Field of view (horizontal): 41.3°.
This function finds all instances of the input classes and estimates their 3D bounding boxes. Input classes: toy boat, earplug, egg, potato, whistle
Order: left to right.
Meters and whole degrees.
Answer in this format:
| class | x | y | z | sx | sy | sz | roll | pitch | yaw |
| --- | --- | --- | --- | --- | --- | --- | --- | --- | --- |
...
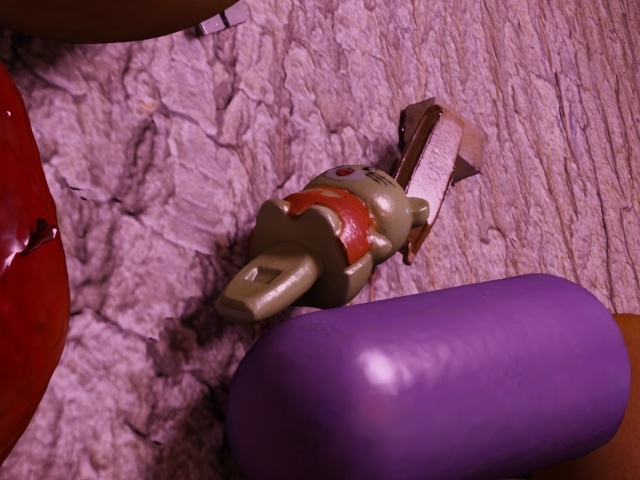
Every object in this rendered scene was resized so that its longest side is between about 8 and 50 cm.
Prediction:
| class | x | y | z | sx | sy | sz | roll | pitch | yaw |
| --- | --- | --- | --- | --- | --- | --- | --- | --- | --- |
| whistle | 0.000 | 0.000 | 0.801 | 0.288 | 0.131 | 0.106 | -36 | 131 | -52 |
| toy boat | 0.110 | -0.070 | 0.982 | 0.068 | 0.088 | 0.226 | 32 | 55 | -13 |
| earplug | 0.104 | 0.146 | 0.806 | 0.456 | 0.215 | 0.215 | -1 | 74 | -47 |
| potato | 0.160 | -0.130 | 1.109 | 0.122 | 0.061 | 0.086 | 31 | 54 | -38 |
| egg | 0.374 | 0.248 | 1.044 | 0.250 | 0.250 | 0.322 | 29 | 62 | -41 |

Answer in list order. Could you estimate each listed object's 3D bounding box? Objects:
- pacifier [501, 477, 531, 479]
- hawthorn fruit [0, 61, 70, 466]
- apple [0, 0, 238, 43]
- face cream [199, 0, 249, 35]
| class | x | y | z | sx | sy | sz | roll | pitch | yaw |
| --- | --- | --- | --- | --- | --- | --- | --- | --- | --- |
| pacifier | 0.219 | 0.393 | 0.821 | 0.220 | 0.273 | 0.332 | 49 | 40 | -50 |
| hawthorn fruit | -0.251 | 0.015 | 0.348 | 0.295 | 0.311 | 0.295 | 6 | 66 | -14 |
| apple | -0.169 | -0.306 | 0.599 | 0.338 | 0.305 | 0.338 | 13 | 66 | -32 |
| face cream | -0.141 | -0.325 | 0.837 | 0.092 | 0.058 | 0.243 | -44 | 114 | -57 |
